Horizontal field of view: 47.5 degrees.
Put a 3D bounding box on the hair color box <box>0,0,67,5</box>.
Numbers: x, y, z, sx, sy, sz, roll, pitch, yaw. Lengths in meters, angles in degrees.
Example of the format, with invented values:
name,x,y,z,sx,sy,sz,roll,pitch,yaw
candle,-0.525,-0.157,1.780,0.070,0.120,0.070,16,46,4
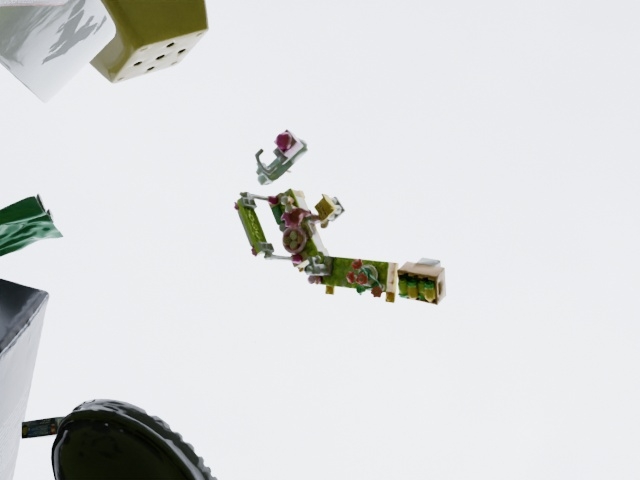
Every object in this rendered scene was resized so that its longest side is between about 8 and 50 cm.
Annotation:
name,x,y,z,sx,sy,sz,roll,pitch,yaw
hair color box,-0.181,-0.203,0.356,0.093,0.053,0.167,-11,-78,-28

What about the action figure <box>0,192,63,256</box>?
name,x,y,z,sx,sy,sz,roll,pitch,yaw
action figure,-0.570,-0.006,1.221,0.232,0.137,0.063,-23,-121,-11

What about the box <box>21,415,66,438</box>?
name,x,y,z,sx,sy,sz,roll,pitch,yaw
box,-0.356,0.274,1.078,0.137,0.094,0.027,11,-111,-49

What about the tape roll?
name,x,y,z,sx,sy,sz,roll,pitch,yaw
tape roll,-0.321,-0.256,0.642,0.286,0.286,0.100,43,-97,2

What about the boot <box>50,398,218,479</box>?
name,x,y,z,sx,sy,sz,roll,pitch,yaw
boot,-0.200,0.392,0.574,0.146,0.445,0.366,-23,-76,25

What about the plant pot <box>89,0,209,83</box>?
name,x,y,z,sx,sy,sz,roll,pitch,yaw
plant pot,-0.310,-0.387,1.210,0.212,0.212,0.187,-28,-88,-37

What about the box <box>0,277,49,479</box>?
name,x,y,z,sx,sy,sz,roll,pitch,yaw
box,-0.730,0.270,1.104,0.480,0.297,0.471,17,-67,-5

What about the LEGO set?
name,x,y,z,sx,sy,sz,roll,pitch,yaw
LEGO set,0.000,0.000,0.822,0.287,0.107,0.132,45,-71,27
